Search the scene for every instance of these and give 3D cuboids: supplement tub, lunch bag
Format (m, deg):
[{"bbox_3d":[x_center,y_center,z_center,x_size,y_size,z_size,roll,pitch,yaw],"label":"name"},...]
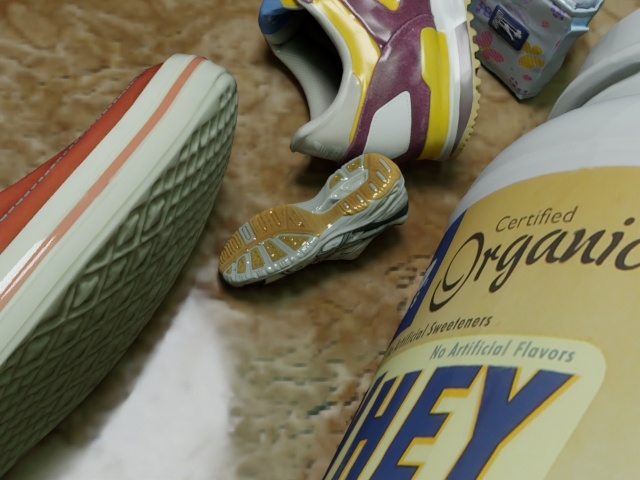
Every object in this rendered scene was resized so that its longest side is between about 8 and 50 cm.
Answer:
[{"bbox_3d":[0.112,0.099,0.388,0.228,0.228,0.316,28,65,2],"label":"supplement tub"},{"bbox_3d":[0.091,-0.114,0.563,0.053,0.071,0.083,-6,69,-14],"label":"lunch bag"}]

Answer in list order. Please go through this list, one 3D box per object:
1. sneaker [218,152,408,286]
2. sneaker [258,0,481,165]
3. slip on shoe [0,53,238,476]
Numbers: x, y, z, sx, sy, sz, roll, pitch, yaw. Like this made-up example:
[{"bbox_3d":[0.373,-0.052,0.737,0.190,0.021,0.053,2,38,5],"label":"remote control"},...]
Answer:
[{"bbox_3d":[0.000,0.000,0.520,0.083,0.037,0.032,-28,52,3],"label":"sneaker"},{"bbox_3d":[0.013,-0.120,0.553,0.084,0.069,0.185,-3,66,-17],"label":"sneaker"},{"bbox_3d":[-0.150,0.043,0.432,0.101,0.123,0.331,40,71,12],"label":"slip on shoe"}]
